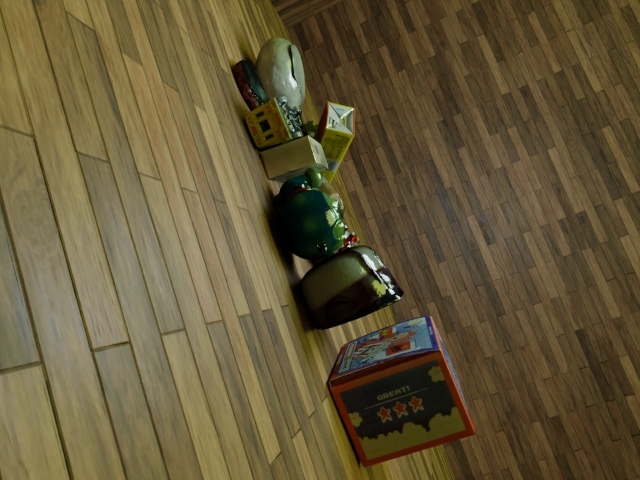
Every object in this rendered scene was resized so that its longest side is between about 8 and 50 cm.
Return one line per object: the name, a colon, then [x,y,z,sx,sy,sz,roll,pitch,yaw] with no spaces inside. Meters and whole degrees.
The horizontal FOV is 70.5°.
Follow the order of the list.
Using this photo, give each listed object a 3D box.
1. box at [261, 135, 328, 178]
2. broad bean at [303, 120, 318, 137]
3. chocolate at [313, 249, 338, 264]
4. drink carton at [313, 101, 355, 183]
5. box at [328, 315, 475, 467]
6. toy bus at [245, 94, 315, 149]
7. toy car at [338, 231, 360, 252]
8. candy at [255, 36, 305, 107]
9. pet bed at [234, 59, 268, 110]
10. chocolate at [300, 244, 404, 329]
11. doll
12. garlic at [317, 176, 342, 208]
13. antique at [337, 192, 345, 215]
box: [-0.081,-0.261,1.487,0.212,0.168,0.094,-21,92,-79]
broad bean: [-0.026,-0.389,1.948,0.238,0.119,0.291,57,-18,4]
chocolate: [0.000,0.000,1.583,0.214,0.093,0.148,-100,163,-48]
drink carton: [0.020,-0.335,1.707,0.351,0.111,0.154,119,-21,-54]
box: [0.231,0.413,1.324,0.349,0.319,0.256,-30,99,-78]
toy bus: [-0.128,-0.371,1.515,0.330,0.152,0.144,-39,106,-77]
toy car: [0.104,0.002,2.086,0.112,0.112,0.139,52,23,-9]
candy: [-0.161,-0.660,1.821,0.295,0.186,0.295,-6,90,-85]
pet bed: [-0.234,-0.525,1.556,0.201,0.054,0.201,-22,90,-80]
chocolate: [0.075,0.120,1.267,0.283,0.284,0.186,-3,72,-78]
doll: [-0.037,-0.067,1.314,0.321,0.186,0.198,-118,-161,-50]
garlic: [-0.015,-0.178,1.622,0.143,0.112,0.318,45,1,-27]
antique: [0.051,-0.098,1.945,0.256,0.121,0.143,-94,162,-53]
